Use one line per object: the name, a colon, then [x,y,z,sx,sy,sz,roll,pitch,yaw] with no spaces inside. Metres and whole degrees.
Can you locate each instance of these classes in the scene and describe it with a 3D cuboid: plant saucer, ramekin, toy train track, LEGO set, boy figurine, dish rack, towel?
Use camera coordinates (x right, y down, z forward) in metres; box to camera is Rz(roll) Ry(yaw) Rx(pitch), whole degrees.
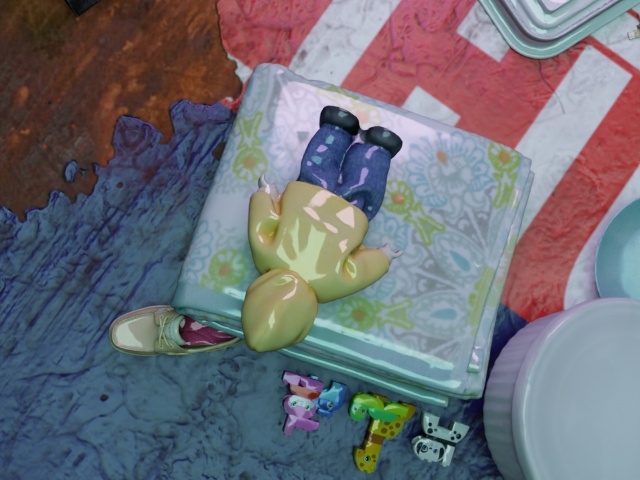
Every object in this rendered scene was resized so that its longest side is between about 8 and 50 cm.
plant saucer: [0.428,0.036,1.440,0.195,0.037,0.195,0,85,-3]
ramekin: [0.311,0.200,1.345,0.273,0.127,0.273,2,86,-24]
toy train track: [0.417,-0.248,1.471,0.048,0.014,0.083,-15,87,-4]
LEGO set: [0.047,0.226,1.383,0.227,0.087,0.093,17,88,-8]
boy figurine: [0.000,0.000,1.274,0.177,0.092,0.285,23,73,-2]
dish rack: [0.324,-0.417,1.452,0.333,0.072,0.285,-33,89,-4]
towel: [0.049,-0.005,1.376,0.374,0.090,0.320,19,72,-3]

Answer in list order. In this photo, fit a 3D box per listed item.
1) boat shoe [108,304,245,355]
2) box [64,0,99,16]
boat shoe: [-0.168,0.105,1.388,0.170,0.059,0.063,-5,86,-4]
box: [-0.271,-0.387,1.409,0.180,0.077,0.147,-38,89,-5]
